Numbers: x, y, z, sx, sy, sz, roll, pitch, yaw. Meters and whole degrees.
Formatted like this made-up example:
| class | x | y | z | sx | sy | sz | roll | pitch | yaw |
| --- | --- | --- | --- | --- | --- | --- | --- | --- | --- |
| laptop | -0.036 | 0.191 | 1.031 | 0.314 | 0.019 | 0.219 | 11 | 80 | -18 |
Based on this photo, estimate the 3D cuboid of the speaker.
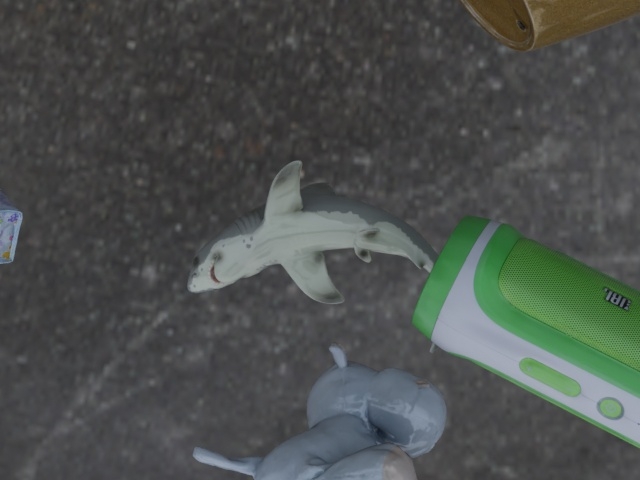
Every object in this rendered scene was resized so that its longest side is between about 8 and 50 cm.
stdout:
| class | x | y | z | sx | sy | sz | roll | pitch | yaw |
| --- | --- | --- | --- | --- | --- | --- | --- | --- | --- |
| speaker | 0.233 | 0.091 | 1.453 | 0.296 | 0.131 | 0.131 | 27 | 140 | 10 |

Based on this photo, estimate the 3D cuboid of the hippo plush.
| class | x | y | z | sx | sy | sz | roll | pitch | yaw |
| --- | --- | --- | --- | --- | --- | --- | --- | --- | --- |
| hippo plush | 0.041 | 0.276 | 2.097 | 0.294 | 0.236 | 0.234 | 3 | 129 | 21 |

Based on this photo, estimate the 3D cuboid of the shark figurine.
| class | x | y | z | sx | sy | sz | roll | pitch | yaw |
| --- | --- | --- | --- | --- | --- | --- | --- | --- | --- |
| shark figurine | 0.027 | -0.010 | 1.592 | 0.278 | 0.116 | 0.166 | 11 | 118 | -10 |

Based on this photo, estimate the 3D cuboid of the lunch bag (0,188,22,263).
| class | x | y | z | sx | sy | sz | roll | pitch | yaw |
| --- | --- | --- | --- | --- | --- | --- | --- | --- | --- |
| lunch bag | -0.265 | -0.016 | 1.206 | 0.083 | 0.071 | 0.053 | 3 | 114 | -36 |

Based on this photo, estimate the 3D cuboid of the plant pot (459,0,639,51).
| class | x | y | z | sx | sy | sz | roll | pitch | yaw |
| --- | --- | --- | --- | --- | --- | --- | --- | --- | --- |
| plant pot | 0.219 | -0.264 | 1.287 | 0.254 | 0.237 | 0.237 | -38 | 135 | -12 |
